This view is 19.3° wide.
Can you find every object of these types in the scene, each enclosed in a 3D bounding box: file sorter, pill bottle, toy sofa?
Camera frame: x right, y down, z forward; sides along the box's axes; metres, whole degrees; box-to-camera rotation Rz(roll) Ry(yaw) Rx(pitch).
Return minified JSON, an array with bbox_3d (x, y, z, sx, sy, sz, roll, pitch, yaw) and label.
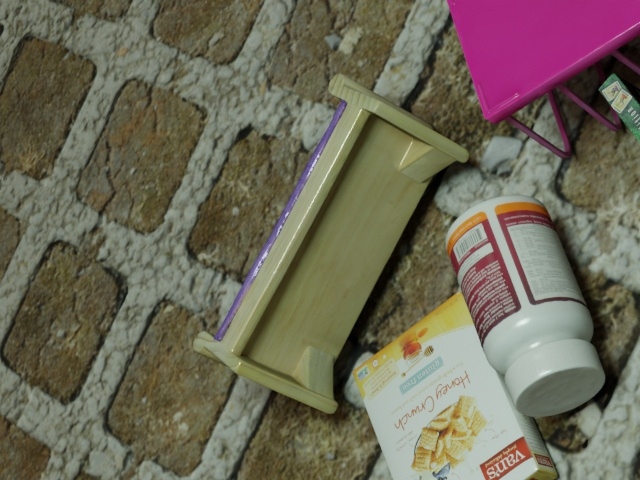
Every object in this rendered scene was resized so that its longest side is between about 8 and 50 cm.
[{"bbox_3d":[0.315,-0.249,2.019,0.290,0.182,0.202,-32,54,26],"label":"file sorter"},{"bbox_3d":[0.220,0.070,2.014,0.121,0.121,0.221,-35,54,25],"label":"pill bottle"},{"bbox_3d":[0.000,0.000,2.180,0.362,0.150,0.177,-62,32,3],"label":"toy sofa"}]

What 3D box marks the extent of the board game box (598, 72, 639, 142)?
[{"bbox_3d":[0.388,-0.059,1.914,0.030,0.136,0.260,-44,50,17],"label":"board game box"}]

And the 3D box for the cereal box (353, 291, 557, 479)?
[{"bbox_3d":[0.144,0.201,2.076,0.173,0.047,0.240,-39,52,24],"label":"cereal box"}]
